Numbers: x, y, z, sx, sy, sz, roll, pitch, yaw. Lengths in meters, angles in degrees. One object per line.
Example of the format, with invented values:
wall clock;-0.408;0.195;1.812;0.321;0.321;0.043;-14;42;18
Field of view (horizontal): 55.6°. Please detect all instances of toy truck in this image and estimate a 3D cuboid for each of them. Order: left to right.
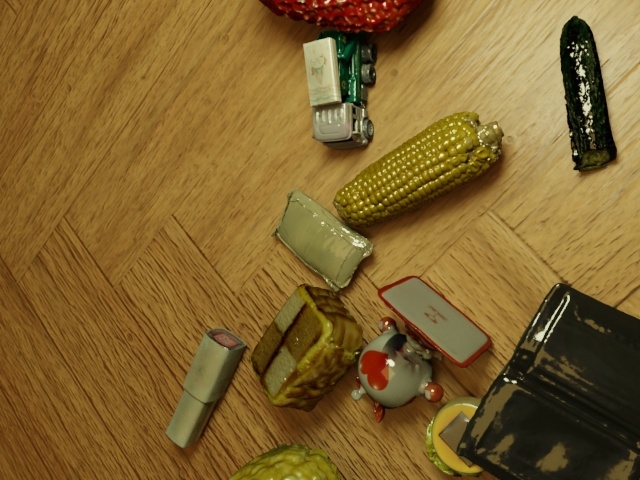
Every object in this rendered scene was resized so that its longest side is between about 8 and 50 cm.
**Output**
toy truck;0.031;-0.280;1.103;0.110;0.116;0.216;1;91;27

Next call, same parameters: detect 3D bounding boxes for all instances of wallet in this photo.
wallet;0.390;0.251;0.929;0.247;0.041;0.323;29;91;18

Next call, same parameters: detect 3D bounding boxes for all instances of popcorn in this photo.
popcorn;-0.061;0.493;1.102;0.249;0.249;0.225;-22;94;26

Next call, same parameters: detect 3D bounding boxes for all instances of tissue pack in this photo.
tissue pack;0.003;-0.287;1.042;0.056;0.023;0.108;-5;94;27

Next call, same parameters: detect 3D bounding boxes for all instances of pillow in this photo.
pillow;0.000;0.000;1.156;0.208;0.053;0.119;39;111;22

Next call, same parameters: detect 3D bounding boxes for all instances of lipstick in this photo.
lipstick;-0.244;0.311;1.272;0.077;0.079;0.253;30;105;23

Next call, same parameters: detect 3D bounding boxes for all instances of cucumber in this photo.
cucumber;0.406;-0.232;0.937;0.067;0.067;0.245;-9;87;27

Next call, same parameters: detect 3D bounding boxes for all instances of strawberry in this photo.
strawberry;0.037;-0.508;1.027;0.351;0.267;0.312;32;74;10

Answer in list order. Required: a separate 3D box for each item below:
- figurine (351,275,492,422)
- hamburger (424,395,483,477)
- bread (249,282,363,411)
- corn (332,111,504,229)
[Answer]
figurine;0.141;0.212;1.044;0.183;0.160;0.226;41;117;22
hamburger;0.243;0.332;1.017;0.126;0.081;0.141;27;90;21
bread;-0.032;0.201;1.121;0.222;0.096;0.181;-55;39;18
corn;0.163;-0.113;1.038;0.321;0.119;0.119;-32;76;27
